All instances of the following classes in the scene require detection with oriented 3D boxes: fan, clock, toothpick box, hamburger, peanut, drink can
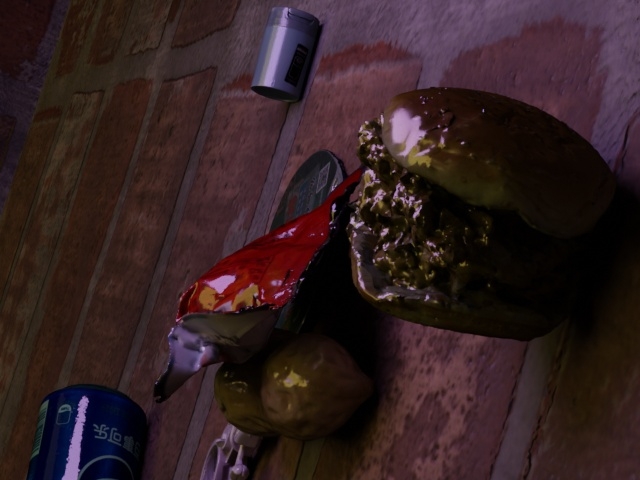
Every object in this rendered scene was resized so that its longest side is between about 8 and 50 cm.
[{"bbox_3d":[-0.006,-0.012,1.526,0.294,0.012,0.223,-59,20,31],"label":"fan"},{"bbox_3d":[-0.075,0.190,1.478,0.087,0.041,0.129,-92,22,-54],"label":"clock"},{"bbox_3d":[-0.035,-0.184,1.702,0.052,0.052,0.083,171,114,-69],"label":"toothpick box"},{"bbox_3d":[0.097,-0.029,1.033,0.185,0.159,0.131,-90,10,-65],"label":"hamburger"},{"bbox_3d":[-0.026,0.115,1.351,0.214,0.099,0.099,3,75,65],"label":"peanut"},{"bbox_3d":[-0.250,0.258,1.790,0.118,0.118,0.204,-46,32,52],"label":"drink can"}]

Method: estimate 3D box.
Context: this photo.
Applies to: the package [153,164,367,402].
[{"bbox_3d":[-0.053,0.031,1.345,0.194,0.071,0.269,-31,16,22],"label":"package"}]
